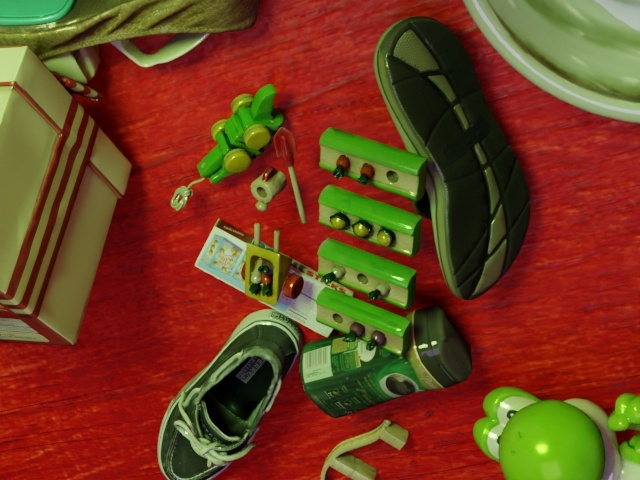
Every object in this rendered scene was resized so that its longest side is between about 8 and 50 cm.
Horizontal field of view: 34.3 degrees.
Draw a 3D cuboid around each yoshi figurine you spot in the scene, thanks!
[{"bbox_3d":[0.333,0.262,1.093,0.362,0.204,0.203,19,147,13],"label":"yoshi figurine"}]

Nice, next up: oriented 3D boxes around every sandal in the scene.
[{"bbox_3d":[0.127,-0.083,1.045,0.086,0.120,0.303,15,131,58],"label":"sandal"}]

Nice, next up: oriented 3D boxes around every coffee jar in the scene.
[{"bbox_3d":[0.076,0.138,1.179,0.184,0.079,0.096,-19,136,23],"label":"coffee jar"}]

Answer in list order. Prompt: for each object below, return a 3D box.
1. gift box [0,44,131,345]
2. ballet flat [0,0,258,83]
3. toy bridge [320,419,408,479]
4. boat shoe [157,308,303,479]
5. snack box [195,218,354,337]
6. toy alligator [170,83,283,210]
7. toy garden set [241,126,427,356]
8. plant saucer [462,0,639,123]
[{"bbox_3d":[-0.363,-0.046,1.075,0.255,0.258,0.276,4,156,16],"label":"gift box"},{"bbox_3d":[-0.217,-0.225,1.049,0.342,0.116,0.124,-8,137,14],"label":"ballet flat"},{"bbox_3d":[0.040,0.286,1.310,0.063,0.026,0.188,31,121,-3],"label":"toy bridge"},{"bbox_3d":[-0.122,0.219,1.265,0.113,0.105,0.306,37,121,-8],"label":"boat shoe"},{"bbox_3d":[-0.054,0.045,1.197,0.178,0.022,0.064,29,123,-3],"label":"snack box"},{"bbox_3d":[-0.091,-0.094,1.114,0.051,0.056,0.190,11,133,-42],"label":"toy alligator"},{"bbox_3d":[0.000,0.000,1.067,0.203,0.049,0.244,21,131,24],"label":"toy garden set"},{"bbox_3d":[0.303,-0.298,0.867,0.400,0.100,0.401,6,120,10],"label":"plant saucer"}]
